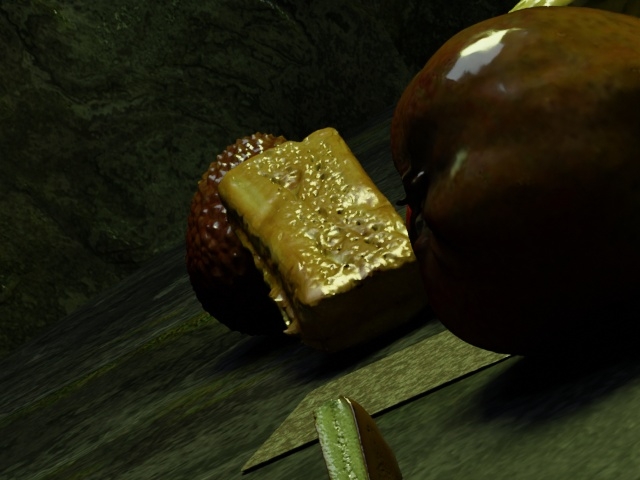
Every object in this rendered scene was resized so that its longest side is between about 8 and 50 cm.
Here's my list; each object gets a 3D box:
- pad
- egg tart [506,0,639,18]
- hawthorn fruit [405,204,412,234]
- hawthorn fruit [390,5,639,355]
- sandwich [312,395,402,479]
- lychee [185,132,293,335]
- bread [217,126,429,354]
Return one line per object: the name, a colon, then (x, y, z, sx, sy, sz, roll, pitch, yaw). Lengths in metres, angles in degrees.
pad: (0.063, 0.092, 1.333, 0.235, 0.003, 0.158, -26, 7, 24)
egg tart: (0.228, -0.138, 1.717, 0.345, 0.132, 0.345, -34, -9, -6)
hawthorn fruit: (0.122, -0.028, 1.455, 0.128, 0.128, 0.128, -29, 6, 3)
hawthorn fruit: (0.169, -0.038, 1.144, 0.248, 0.208, 0.208, -5, 1, -13)
sandwich: (0.024, 0.128, 1.062, 0.031, 0.083, 0.044, -32, -39, 23)
lychee: (-0.044, -0.001, 1.799, 0.194, 0.194, 0.194, -29, 6, 3)
bread: (0.000, -0.001, 1.596, 0.139, 0.077, 0.271, -26, 32, -8)
